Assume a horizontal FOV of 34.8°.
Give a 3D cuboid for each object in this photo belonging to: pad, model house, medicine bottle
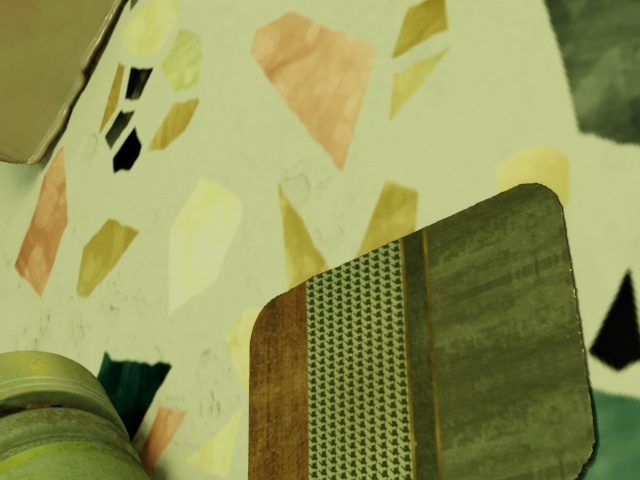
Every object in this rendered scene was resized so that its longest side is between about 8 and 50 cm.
[{"bbox_3d":[0.017,0.000,0.584,0.250,0.055,0.323,-27,72,41],"label":"pad"},{"bbox_3d":[-0.345,-0.241,1.009,0.237,0.202,0.237,-60,40,11],"label":"model house"},{"bbox_3d":[-0.150,0.215,0.610,0.151,0.151,0.322,-60,39,12],"label":"medicine bottle"}]
